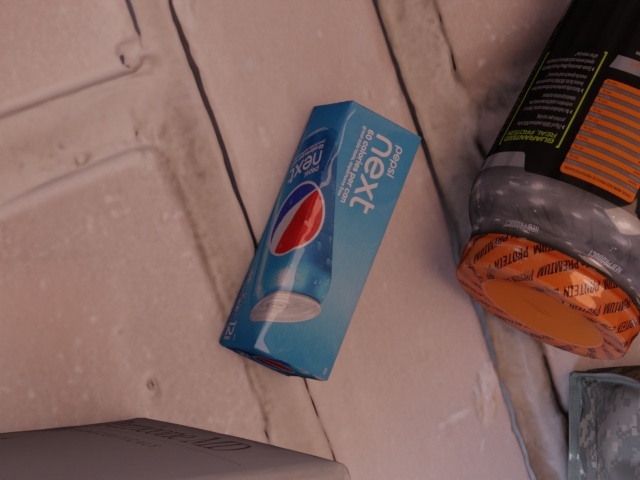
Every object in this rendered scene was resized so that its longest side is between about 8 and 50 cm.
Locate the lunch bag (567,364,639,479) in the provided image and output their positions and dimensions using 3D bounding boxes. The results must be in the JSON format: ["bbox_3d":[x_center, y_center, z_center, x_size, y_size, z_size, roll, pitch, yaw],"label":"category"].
[{"bbox_3d":[0.361,0.187,1.280,0.235,0.287,0.168,2,87,-15],"label":"lunch bag"}]

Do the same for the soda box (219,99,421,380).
[{"bbox_3d":[0.000,0.000,1.241,0.071,0.067,0.210,27,77,-25],"label":"soda box"}]

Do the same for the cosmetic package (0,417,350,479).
[{"bbox_3d":[-0.223,0.297,0.973,0.394,0.329,0.327,-2,90,-29],"label":"cosmetic package"}]

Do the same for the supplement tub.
[{"bbox_3d":[0.247,-0.074,1.301,0.193,0.193,0.316,36,74,-23],"label":"supplement tub"}]
